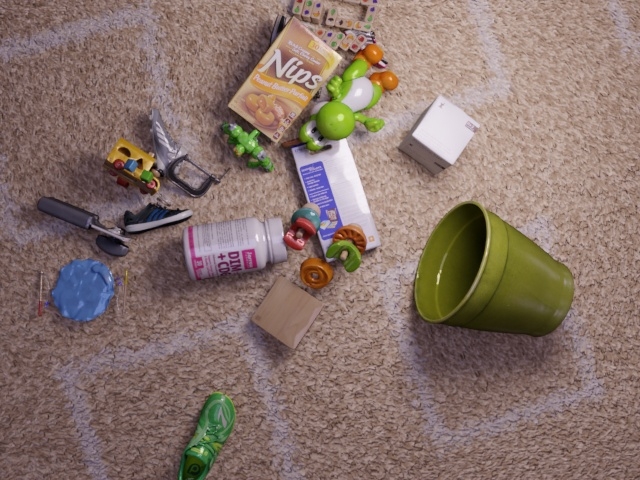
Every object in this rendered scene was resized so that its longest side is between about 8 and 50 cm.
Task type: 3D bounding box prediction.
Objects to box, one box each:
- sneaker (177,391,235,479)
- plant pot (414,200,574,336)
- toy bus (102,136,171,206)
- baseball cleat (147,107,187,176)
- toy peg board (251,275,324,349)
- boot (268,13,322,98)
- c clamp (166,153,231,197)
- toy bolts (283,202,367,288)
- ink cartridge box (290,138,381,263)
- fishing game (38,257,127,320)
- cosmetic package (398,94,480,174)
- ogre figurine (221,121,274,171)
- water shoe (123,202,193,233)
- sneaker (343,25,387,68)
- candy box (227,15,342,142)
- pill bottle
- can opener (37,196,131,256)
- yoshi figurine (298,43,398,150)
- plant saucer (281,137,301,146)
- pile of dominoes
[{"bbox_3d":[-0.326,0.586,1.750,0.110,0.123,0.295,21,85,-3],"label":"sneaker"},{"bbox_3d":[0.519,0.117,1.762,0.353,0.366,0.366,20,85,-15],"label":"plant pot"},{"bbox_3d":[-0.518,-0.209,1.748,0.191,0.202,0.104,18,70,22],"label":"toy bus"},{"bbox_3d":[-0.456,-0.295,1.820,0.110,0.072,0.205,-6,97,-11],"label":"baseball cleat"},{"bbox_3d":[-0.093,0.219,1.825,0.161,0.079,0.161,33,84,13],"label":"toy peg board"},{"bbox_3d":[-0.072,-0.553,1.850,0.179,0.085,0.236,7,98,-6],"label":"boot"},{"bbox_3d":[-0.372,-0.202,1.815,0.161,0.022,0.137,30,100,-29],"label":"c clamp"},{"bbox_3d":[0.000,0.000,1.774,0.228,0.158,0.218,39,126,-11],"label":"toy bolts"},{"bbox_3d":[0.044,-0.131,1.852,0.176,0.069,0.370,-18,91,-5],"label":"ink cartridge box"},{"bbox_3d":[-0.694,0.144,1.785,0.264,0.041,0.189,-4,80,0],"label":"fishing game"},{"bbox_3d":[0.353,-0.312,1.829,0.151,0.184,0.151,35,84,-2],"label":"cosmetic package"},{"bbox_3d":[-0.220,-0.287,1.809,0.097,0.118,0.197,-28,89,-6],"label":"ogre figurine"},{"bbox_3d":[-0.482,-0.078,1.797,0.203,0.073,0.080,-15,86,-6],"label":"water shoe"},{"bbox_3d":[0.154,-0.609,1.887,0.170,0.063,0.075,44,90,3],"label":"sneaker"},{"bbox_3d":[-0.106,-0.468,1.777,0.183,0.087,0.316,36,105,-17],"label":"candy box"},{"bbox_3d":[-0.246,0.018,1.768,0.283,0.160,0.160,-9,88,-6],"label":"pill bottle"},{"bbox_3d":[-0.690,-0.036,1.774,0.284,0.076,0.095,22,93,-1],"label":"can opener"},{"bbox_3d":[0.091,-0.400,1.767,0.204,0.203,0.362,35,71,14],"label":"yoshi figurine"},{"bbox_3d":[-0.078,-0.299,1.841,0.084,0.083,0.013,-19,104,-6],"label":"plant saucer"},{"bbox_3d":[0.038,-0.684,1.861,0.251,0.040,0.195,13,81,10],"label":"pile of dominoes"}]
